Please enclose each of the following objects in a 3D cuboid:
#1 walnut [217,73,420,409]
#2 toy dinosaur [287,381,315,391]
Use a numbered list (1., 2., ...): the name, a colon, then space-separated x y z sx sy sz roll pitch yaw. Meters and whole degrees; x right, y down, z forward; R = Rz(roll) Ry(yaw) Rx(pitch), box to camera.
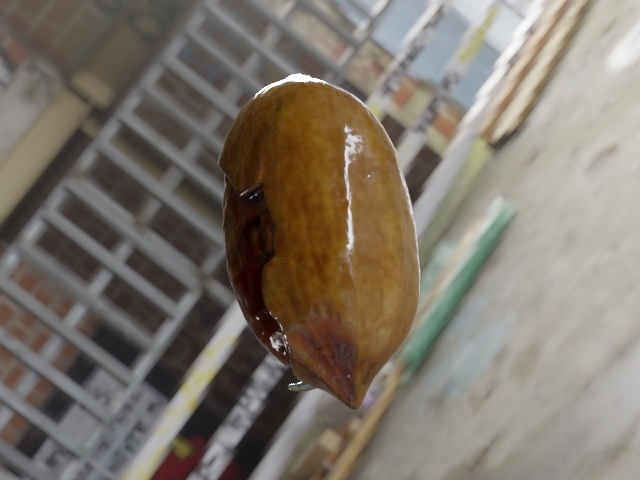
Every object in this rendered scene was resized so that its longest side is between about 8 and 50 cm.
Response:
1. walnut: 0.000 0.000 1.037 0.116 0.207 0.116 -13 -14 -3
2. toy dinosaur: 0.016 0.074 2.167 0.075 0.188 0.247 -14 13 38
